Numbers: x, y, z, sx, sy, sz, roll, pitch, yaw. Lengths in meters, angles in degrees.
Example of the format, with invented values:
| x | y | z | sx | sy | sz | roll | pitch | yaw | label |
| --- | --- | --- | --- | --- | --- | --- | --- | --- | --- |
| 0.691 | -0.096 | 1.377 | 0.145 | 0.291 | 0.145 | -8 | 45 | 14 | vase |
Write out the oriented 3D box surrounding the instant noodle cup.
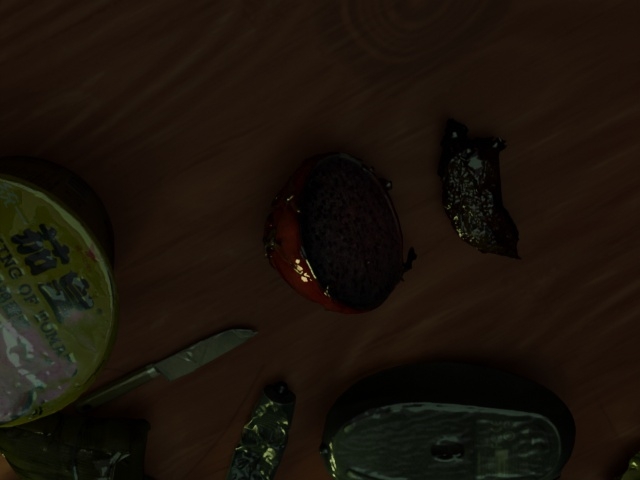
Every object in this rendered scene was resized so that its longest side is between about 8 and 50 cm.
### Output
| x | y | z | sx | sy | sz | roll | pitch | yaw | label |
| --- | --- | --- | --- | --- | --- | --- | --- | --- | --- |
| -0.403 | 0.037 | 1.196 | 0.325 | 0.254 | 0.326 | -1 | 108 | -4 | instant noodle cup |

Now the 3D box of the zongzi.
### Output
| x | y | z | sx | sy | sz | roll | pitch | yaw | label |
| --- | --- | --- | --- | --- | --- | --- | --- | --- | --- |
| -0.390 | 0.372 | 1.372 | 0.274 | 0.125 | 0.251 | 5 | 98 | 8 | zongzi |

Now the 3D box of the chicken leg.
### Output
| x | y | z | sx | sy | sz | roll | pitch | yaw | label |
| --- | --- | --- | --- | --- | --- | --- | --- | --- | --- |
| 0.221 | -0.065 | 1.318 | 0.105 | 0.063 | 0.234 | -12 | 110 | 4 | chicken leg |

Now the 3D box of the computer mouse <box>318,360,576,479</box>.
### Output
| x | y | z | sx | sy | sz | roll | pitch | yaw | label |
| --- | --- | --- | --- | --- | --- | --- | --- | --- | --- |
| 0.186 | 0.286 | 1.400 | 0.373 | 0.114 | 0.203 | -1 | 110 | 3 | computer mouse |

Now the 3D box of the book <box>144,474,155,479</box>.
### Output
| x | y | z | sx | sy | sz | roll | pitch | yaw | label |
| --- | --- | --- | --- | --- | --- | --- | --- | --- | --- |
| -0.230 | 0.506 | 1.480 | 0.282 | 0.025 | 0.215 | 35 | 100 | -14 | book |

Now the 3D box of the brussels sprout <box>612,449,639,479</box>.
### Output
| x | y | z | sx | sy | sz | roll | pitch | yaw | label |
| --- | --- | --- | --- | --- | --- | --- | --- | --- | --- |
| 0.548 | 0.379 | 1.473 | 0.181 | 0.100 | 0.139 | -25 | 128 | -8 | brussels sprout |

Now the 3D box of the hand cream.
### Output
| x | y | z | sx | sy | sz | roll | pitch | yaw | label |
| --- | --- | --- | --- | --- | --- | --- | --- | --- | --- |
| -0.094 | 0.323 | 1.418 | 0.075 | 0.052 | 0.248 | 17 | 106 | -9 | hand cream |

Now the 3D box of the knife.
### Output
| x | y | z | sx | sy | sz | roll | pitch | yaw | label |
| --- | --- | --- | --- | --- | --- | --- | --- | --- | --- |
| -0.227 | 0.192 | 1.384 | 0.297 | 0.017 | 0.047 | -27 | 116 | 4 | knife |

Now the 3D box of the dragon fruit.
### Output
| x | y | z | sx | sy | sz | roll | pitch | yaw | label |
| --- | --- | --- | --- | --- | --- | --- | --- | --- | --- |
| -0.003 | -0.002 | 1.274 | 0.148 | 0.223 | 0.219 | -15 | 101 | 40 | dragon fruit |
